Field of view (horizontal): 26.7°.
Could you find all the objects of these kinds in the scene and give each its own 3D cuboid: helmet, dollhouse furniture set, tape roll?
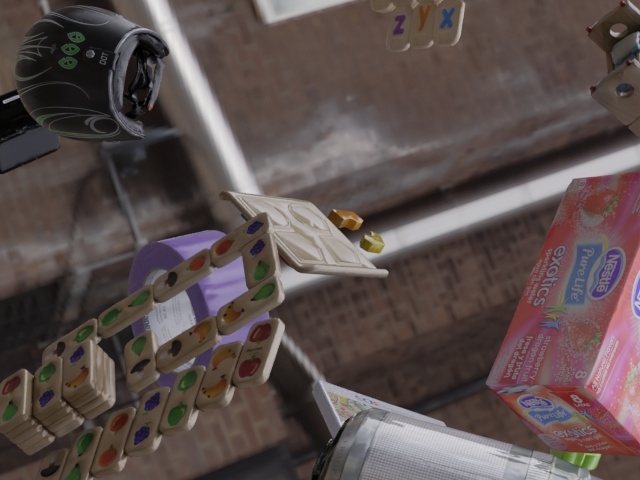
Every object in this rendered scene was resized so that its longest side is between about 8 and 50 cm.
[{"bbox_3d":[-0.271,-0.191,1.554,0.161,0.169,0.169,10,-55,25],"label":"helmet"},{"bbox_3d":[0.413,-0.220,1.532,0.183,0.129,0.129,-38,-151,35],"label":"dollhouse furniture set"},{"bbox_3d":[-0.145,0.087,1.585,0.189,0.080,0.189,21,-63,50],"label":"tape roll"}]

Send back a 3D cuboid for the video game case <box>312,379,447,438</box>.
[{"bbox_3d":[0.106,0.272,1.761,0.026,0.206,0.227,-63,-158,15],"label":"video game case"}]

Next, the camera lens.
[{"bbox_3d":[0.122,0.288,1.257,0.219,0.274,0.219,14,90,-79],"label":"camera lens"}]

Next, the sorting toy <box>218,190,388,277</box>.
[{"bbox_3d":[0.000,0.000,2.169,0.229,0.307,0.041,41,-69,32],"label":"sorting toy"}]

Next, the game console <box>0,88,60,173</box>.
[{"bbox_3d":[-0.501,-0.187,2.239,0.107,0.122,0.071,59,-31,5],"label":"game console"}]

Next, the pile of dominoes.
[{"bbox_3d":[-0.140,0.085,1.043,0.040,0.251,0.196,50,14,-32],"label":"pile of dominoes"}]

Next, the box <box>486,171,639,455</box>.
[{"bbox_3d":[0.332,0.081,1.552,0.142,0.300,0.154,-6,-42,48],"label":"box"}]

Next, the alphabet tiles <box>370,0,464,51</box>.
[{"bbox_3d":[0.173,-0.421,2.016,0.284,0.021,0.278,4,-95,56],"label":"alphabet tiles"}]

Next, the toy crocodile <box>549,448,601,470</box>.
[{"bbox_3d":[0.345,0.214,1.821,0.340,0.105,0.115,-42,148,-68],"label":"toy crocodile"}]
